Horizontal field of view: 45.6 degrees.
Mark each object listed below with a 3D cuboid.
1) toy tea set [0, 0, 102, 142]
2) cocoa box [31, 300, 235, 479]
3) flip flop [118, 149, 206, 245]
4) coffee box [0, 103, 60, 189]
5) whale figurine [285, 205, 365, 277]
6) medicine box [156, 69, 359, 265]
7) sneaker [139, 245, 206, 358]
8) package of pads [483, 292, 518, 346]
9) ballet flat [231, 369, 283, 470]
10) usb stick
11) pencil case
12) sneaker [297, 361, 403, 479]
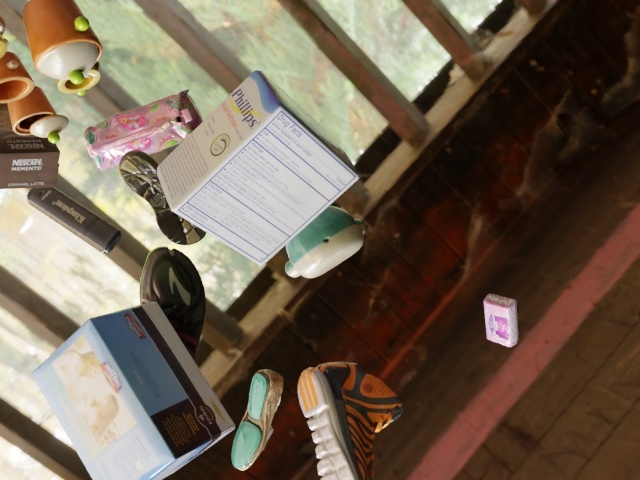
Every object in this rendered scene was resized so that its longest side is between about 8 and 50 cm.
[{"bbox_3d":[-0.411,-0.232,1.137,0.200,0.124,0.336,-23,170,-10],"label":"toy tea set"},{"bbox_3d":[-0.405,0.347,1.653,0.231,0.347,0.228,-40,167,24],"label":"cocoa box"},{"bbox_3d":[-0.352,-0.102,1.737,0.112,0.277,0.080,-27,-150,17],"label":"flip flop"},{"bbox_3d":[-0.691,-0.225,1.698,0.246,0.141,0.098,49,-48,34],"label":"coffee box"},{"bbox_3d":[0.000,0.000,1.786,0.216,0.141,0.272,-33,175,-3],"label":"whale figurine"},{"bbox_3d":[-0.122,-0.135,1.503,0.289,0.263,0.149,-42,-134,11],"label":"medicine box"},{"bbox_3d":[-0.385,0.253,1.926,0.202,0.185,0.483,147,-56,-79],"label":"sneaker"},{"bbox_3d":[0.299,0.130,1.253,0.050,0.083,0.032,17,-141,42],"label":"package of pads"},{"bbox_3d":[-0.113,0.345,1.461,0.073,0.067,0.206,28,-75,38],"label":"ballet flat"},{"bbox_3d":[-0.647,-0.062,1.997,0.077,0.278,0.045,-56,170,-11],"label":"usb stick"},{"bbox_3d":[-0.426,-0.266,1.845,0.284,0.124,0.124,-17,-153,13],"label":"pencil case"},{"bbox_3d":[0.085,0.375,1.411,0.124,0.180,0.321,-37,-117,54],"label":"sneaker"}]
